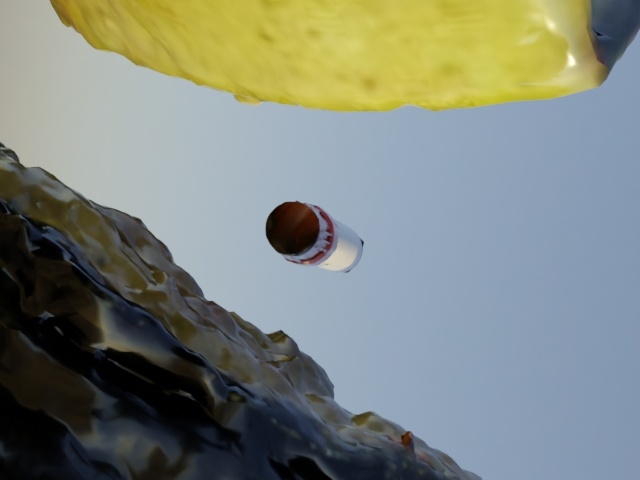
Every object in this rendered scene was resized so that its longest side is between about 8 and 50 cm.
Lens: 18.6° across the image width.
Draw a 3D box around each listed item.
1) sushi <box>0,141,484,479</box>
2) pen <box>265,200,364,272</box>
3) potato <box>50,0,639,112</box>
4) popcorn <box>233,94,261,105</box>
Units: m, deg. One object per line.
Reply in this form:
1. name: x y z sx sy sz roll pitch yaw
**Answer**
1. sushi: -0.046 0.117 0.720 0.171 0.350 0.211 -56 -165 -25
2. pen: 0.000 0.000 0.926 0.239 0.028 0.028 20 77 -84
3. potato: -0.026 -0.209 0.535 0.330 0.212 0.280 -70 147 -56
4. popcorn: 0.007 -0.195 1.050 0.249 0.249 0.225 110 -4 -48
